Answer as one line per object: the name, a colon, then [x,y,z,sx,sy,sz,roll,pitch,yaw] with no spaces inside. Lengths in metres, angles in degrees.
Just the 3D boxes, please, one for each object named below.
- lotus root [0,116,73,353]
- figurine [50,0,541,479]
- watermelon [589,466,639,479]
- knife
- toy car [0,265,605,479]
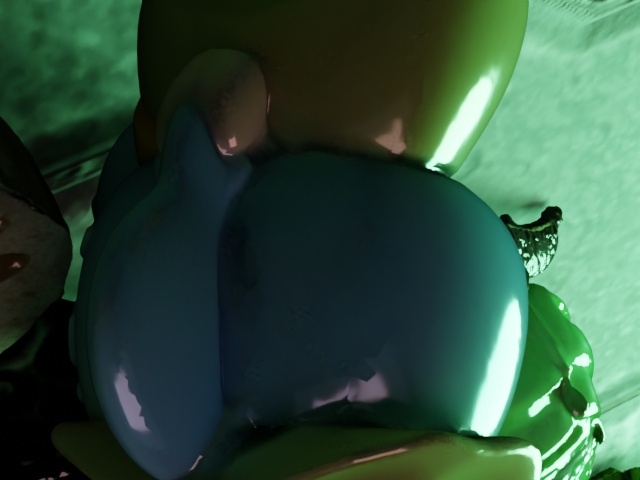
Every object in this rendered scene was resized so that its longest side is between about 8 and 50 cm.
lotus root: [-0.144,-0.004,0.554,0.112,0.081,0.122,-41,146,7]
figurine: [0.003,-0.001,0.572,0.153,0.262,0.180,12,152,5]
watermelon: [0.173,0.174,1.056,0.105,0.062,0.105,-19,140,-17]
knife: [0.040,-0.019,0.742,0.021,0.046,0.222,-5,163,34]
toy car: [-0.054,0.139,0.700,0.358,0.176,0.213,-12,139,-20]
